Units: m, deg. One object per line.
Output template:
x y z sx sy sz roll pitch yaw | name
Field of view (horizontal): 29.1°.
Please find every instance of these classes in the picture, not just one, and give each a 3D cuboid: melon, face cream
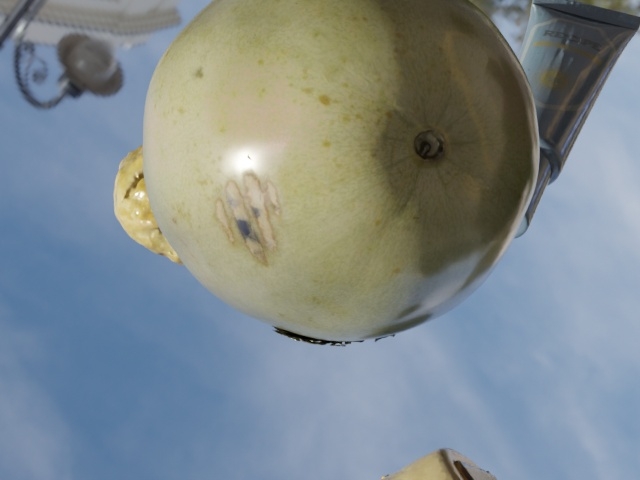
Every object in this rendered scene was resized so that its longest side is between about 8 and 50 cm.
0.008 -0.060 0.871 0.268 0.330 0.268 -1 -87 -22 | melon
0.260 -0.158 1.420 0.135 0.086 0.385 18 -128 14 | face cream

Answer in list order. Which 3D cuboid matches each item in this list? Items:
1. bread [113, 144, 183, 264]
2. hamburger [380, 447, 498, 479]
-0.141 -0.063 1.561 0.244 0.134 0.244 19 -158 -8 | bread
0.181 0.403 1.540 0.302 0.170 0.302 45 -170 -10 | hamburger
